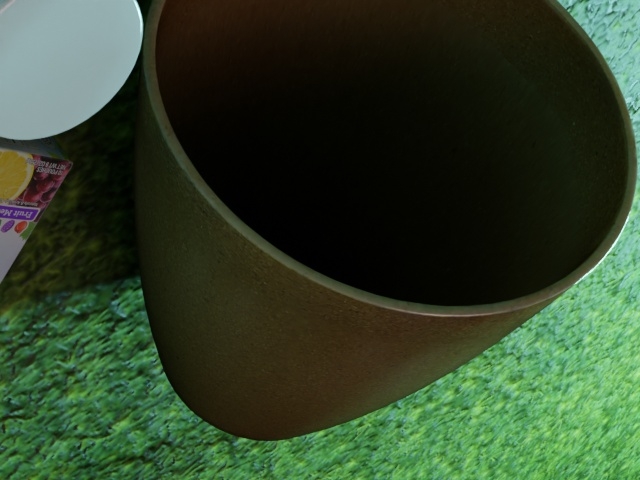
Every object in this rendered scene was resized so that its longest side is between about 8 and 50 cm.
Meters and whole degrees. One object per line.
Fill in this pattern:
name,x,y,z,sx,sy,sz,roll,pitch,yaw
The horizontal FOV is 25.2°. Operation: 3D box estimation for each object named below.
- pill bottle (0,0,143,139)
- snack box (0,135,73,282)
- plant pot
pill bottle,-0.131,-0.108,0.503,0.087,0.160,0.087,-28,145,-22
snack box,-0.194,0.002,0.682,0.100,0.037,0.141,9,122,-51
plant pot,0.000,0.000,0.746,0.237,0.237,0.254,-21,156,-31
